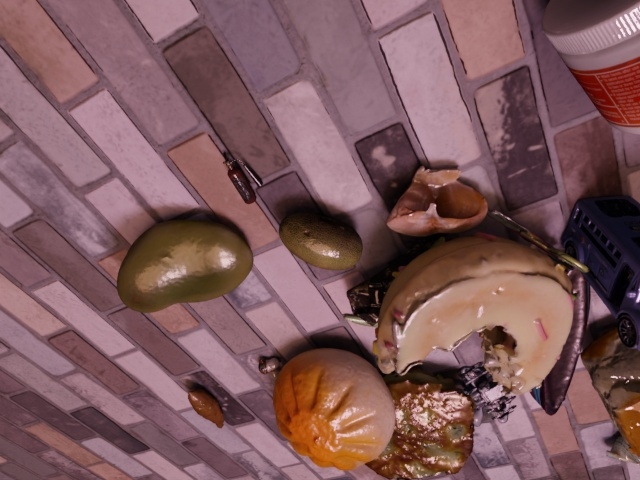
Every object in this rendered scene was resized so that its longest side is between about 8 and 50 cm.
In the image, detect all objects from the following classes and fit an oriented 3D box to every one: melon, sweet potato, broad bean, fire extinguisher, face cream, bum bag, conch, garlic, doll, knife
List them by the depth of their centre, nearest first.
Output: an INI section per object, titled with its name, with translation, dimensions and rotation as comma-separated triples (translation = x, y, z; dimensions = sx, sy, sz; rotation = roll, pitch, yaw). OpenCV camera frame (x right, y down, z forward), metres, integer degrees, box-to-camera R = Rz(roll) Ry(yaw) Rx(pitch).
[face cream]
translation = 0.413, -0.260, 0.530
dimensions = 0.187, 0.201, 0.201
rotation = 38, 120, -22
[garlic]
translation = 0.206, -0.054, 0.764
dimensions = 0.175, 0.099, 0.124
rotation = 3, 141, -1
[fire extinguisher]
translation = -0.135, -0.111, 0.772
dimensions = 0.046, 0.032, 0.100
rotation = -8, 133, 22
[melon]
translation = 0.000, 0.000, 0.806
dimensions = 0.162, 0.099, 0.099
rotation = 19, 125, -10
[broad bean]
translation = -0.265, 0.043, 0.857
dimensions = 0.264, 0.121, 0.188
rotation = -15, 121, -5
[bum bag]
translation = 0.160, 0.080, 0.879
dimensions = 0.248, 0.069, 0.102
rotation = -39, 103, 13
[knife]
translation = 0.150, 0.202, 1.003
dimensions = 0.208, 0.014, 0.030
rotation = 14, 124, -9
[doll]
translation = -0.124, 0.326, 1.096
dimensions = 0.058, 0.040, 0.085
rotation = -7, 126, -5
[sweet potato]
translation = -0.308, 0.456, 1.191
dimensions = 0.068, 0.060, 0.205
rotation = 14, 139, 41
[conch]
translation = 0.880, 0.574, 1.194
dimensions = 0.153, 0.102, 0.135
rotation = 3, 148, 43

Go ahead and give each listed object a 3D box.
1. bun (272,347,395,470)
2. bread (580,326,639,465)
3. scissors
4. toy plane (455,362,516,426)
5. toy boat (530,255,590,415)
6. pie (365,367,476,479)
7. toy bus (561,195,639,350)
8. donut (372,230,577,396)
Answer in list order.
[bun]
translation = 0.018, 0.405, 1.002
dimensions = 0.299, 0.165, 0.298
rotation = 7, 108, 22
[bread]
translation = 0.724, 0.304, 0.922
dimensions = 0.250, 0.224, 0.279
rotation = -28, 117, 23
[scissors]
translation = 0.377, -0.006, 0.782
dimensions = 0.187, 0.133, 0.019
rotation = 32, 100, -1
[toy plane]
translation = 0.447, 0.350, 1.060
dimensions = 0.246, 0.078, 0.169
rotation = -38, 89, 23
[toy boat]
translation = 0.496, 0.212, 0.923
dimensions = 0.136, 0.079, 0.391
rotation = -2, 114, 5
[pie]
translation = 0.218, 0.462, 1.093
dimensions = 0.355, 0.103, 0.288
rotation = -19, 103, 18
[toy bus]
translation = 0.511, 0.045, 0.698
dimensions = 0.126, 0.292, 0.133
rotation = -4, 123, 6
[donut]
translation = 0.286, 0.129, 0.802
dimensions = 0.372, 0.150, 0.307
rotation = 14, 113, -16
